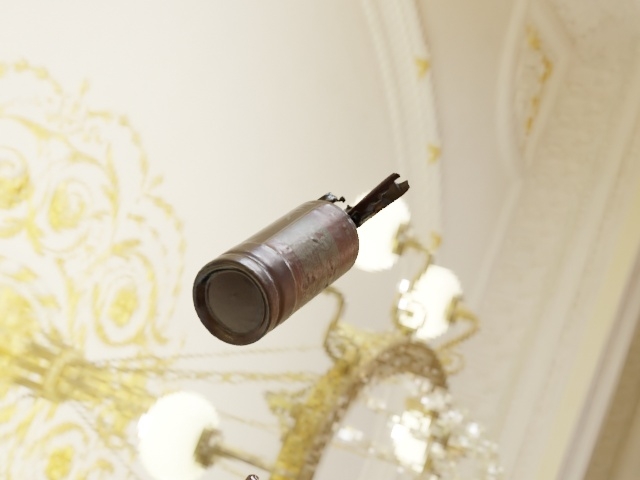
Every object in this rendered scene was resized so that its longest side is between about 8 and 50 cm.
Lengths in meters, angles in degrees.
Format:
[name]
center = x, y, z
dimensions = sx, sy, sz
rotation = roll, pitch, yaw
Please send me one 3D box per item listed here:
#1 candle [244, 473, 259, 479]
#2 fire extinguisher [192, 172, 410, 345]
[candle]
center = -0.025, 0.252, 1.140
dimensions = 0.026, 0.167, 0.021
rotation = -36, -51, -6
[fire extinguisher]
center = 0.000, 0.008, 1.154
dimensions = 0.252, 0.106, 0.075
rotation = -33, -72, -55
